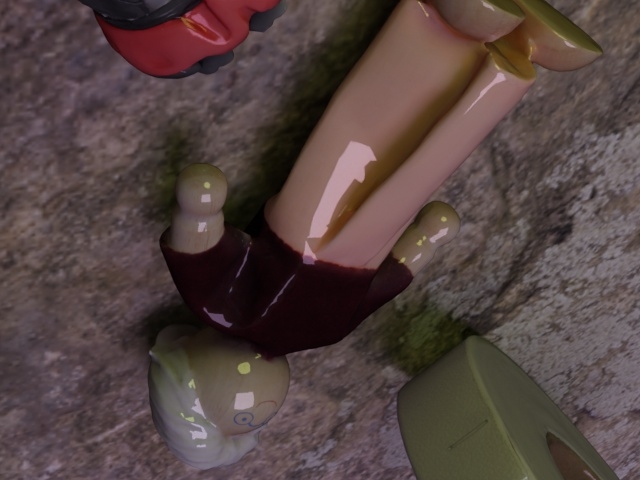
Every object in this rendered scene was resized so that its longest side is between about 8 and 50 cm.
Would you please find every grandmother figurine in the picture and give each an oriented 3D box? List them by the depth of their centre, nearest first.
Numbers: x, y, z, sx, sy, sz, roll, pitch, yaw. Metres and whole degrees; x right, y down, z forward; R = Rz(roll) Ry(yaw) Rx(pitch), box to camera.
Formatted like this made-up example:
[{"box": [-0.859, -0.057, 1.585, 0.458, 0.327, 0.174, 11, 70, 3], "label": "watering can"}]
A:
[{"box": [0.000, 0.000, 0.638, 0.207, 0.104, 0.342, 17, 120, -34], "label": "grandmother figurine"}]

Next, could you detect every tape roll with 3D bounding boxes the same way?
[{"box": [0.200, 0.240, 0.803, 0.072, 0.392, 0.392, -39, 142, 12], "label": "tape roll"}]

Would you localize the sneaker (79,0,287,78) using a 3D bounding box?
[{"box": [-0.015, -0.185, 0.418, 0.276, 0.098, 0.135, -43, 143, 17], "label": "sneaker"}]
